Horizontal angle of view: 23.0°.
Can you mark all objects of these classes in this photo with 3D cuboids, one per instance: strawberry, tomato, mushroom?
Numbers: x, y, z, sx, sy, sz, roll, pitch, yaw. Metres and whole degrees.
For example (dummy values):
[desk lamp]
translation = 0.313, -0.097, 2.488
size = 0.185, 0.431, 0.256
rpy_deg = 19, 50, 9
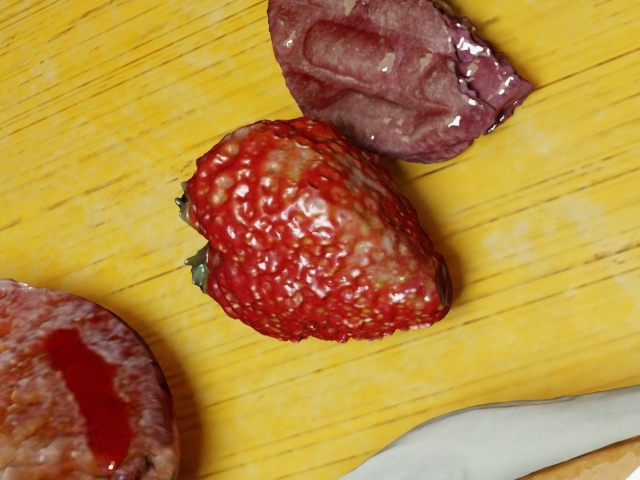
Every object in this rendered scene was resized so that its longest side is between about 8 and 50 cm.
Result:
[strawberry]
translation = -0.001, -0.007, 0.845
size = 0.148, 0.131, 0.131
rpy_deg = -2, 72, 28
[tomato]
translation = -0.215, 0.177, 0.898
size = 0.309, 0.170, 0.309
rpy_deg = -5, 36, 3
[mushroom]
translation = 0.137, 0.112, 0.713
size = 0.351, 0.109, 0.097
rpy_deg = -19, 45, 29

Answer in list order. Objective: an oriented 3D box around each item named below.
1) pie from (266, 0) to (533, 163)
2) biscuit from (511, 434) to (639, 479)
[pie]
translation = 0.061, -0.154, 0.900
size = 0.204, 0.054, 0.219
rpy_deg = 42, 101, 37
[biscuit]
translation = 0.182, 0.181, 0.621
size = 0.306, 0.043, 0.284
rpy_deg = 23, 101, 14
